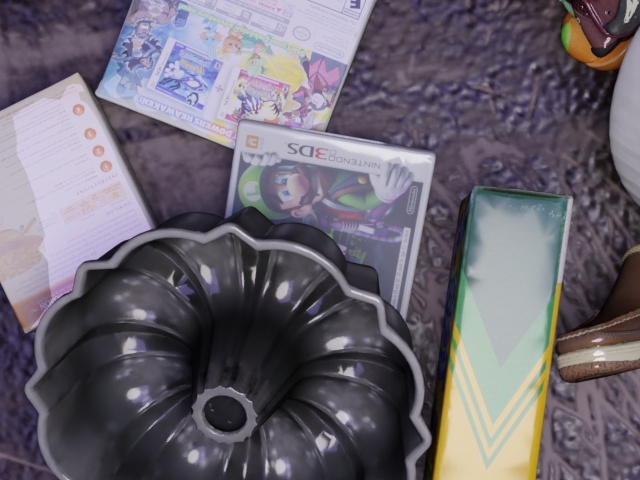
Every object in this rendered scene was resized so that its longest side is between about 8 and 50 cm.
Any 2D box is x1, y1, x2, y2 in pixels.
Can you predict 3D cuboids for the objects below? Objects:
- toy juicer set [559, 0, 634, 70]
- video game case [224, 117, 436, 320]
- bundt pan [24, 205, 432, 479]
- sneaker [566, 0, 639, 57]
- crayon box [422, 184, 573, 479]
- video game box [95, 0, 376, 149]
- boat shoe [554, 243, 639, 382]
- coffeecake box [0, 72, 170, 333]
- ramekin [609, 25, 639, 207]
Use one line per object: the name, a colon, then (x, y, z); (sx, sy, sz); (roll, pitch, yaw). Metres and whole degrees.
toy juicer set: (0.349, -0.250, 1.223); (0.329, 0.089, 0.209); (-14, 88, 1)
video game case: (0.000, 0.000, 1.233); (0.173, 0.022, 0.190); (10, 107, 2)
bundt pan: (-0.066, 0.115, 1.167); (0.330, 0.124, 0.331); (4, 114, 9)
sneaker: (0.186, -0.228, 1.161); (0.281, 0.106, 0.163); (-6, 96, 11)
crayon box: (0.137, 0.123, 1.161); (0.083, 0.203, 0.323); (7, 88, 3)
video game box: (-0.071, -0.177, 1.254); (0.205, 0.048, 0.187); (22, 88, 2)
boat shoe: (0.265, 0.052, 1.161); (0.095, 0.257, 0.095); (-19, 84, 39)
coffeecake box: (-0.232, -0.031, 1.243); (0.142, 0.068, 0.185); (-26, 88, 0)
ramekin: (0.369, -0.104, 1.141); (0.277, 0.135, 0.277); (-11, 117, -22)
